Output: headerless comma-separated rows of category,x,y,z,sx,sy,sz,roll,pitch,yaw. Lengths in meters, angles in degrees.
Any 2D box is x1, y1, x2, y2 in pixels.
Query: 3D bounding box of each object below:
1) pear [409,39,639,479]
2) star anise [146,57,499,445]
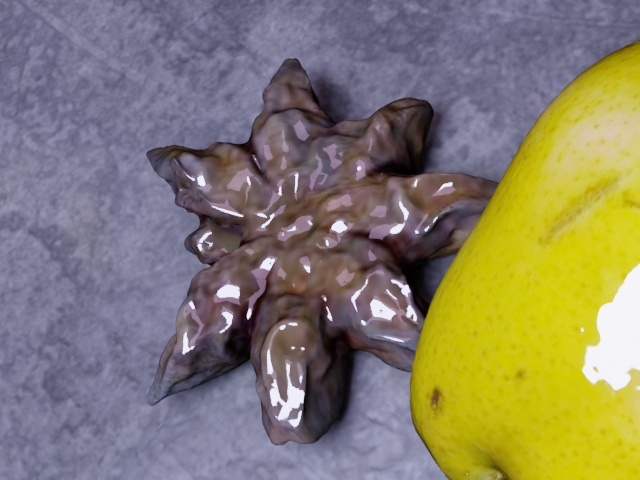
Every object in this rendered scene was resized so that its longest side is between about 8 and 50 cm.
pear,0.215,0.031,0.748,0.336,0.285,0.285,-45,55,19
star anise,-0.019,0.003,0.934,0.315,0.108,0.315,-5,67,12
